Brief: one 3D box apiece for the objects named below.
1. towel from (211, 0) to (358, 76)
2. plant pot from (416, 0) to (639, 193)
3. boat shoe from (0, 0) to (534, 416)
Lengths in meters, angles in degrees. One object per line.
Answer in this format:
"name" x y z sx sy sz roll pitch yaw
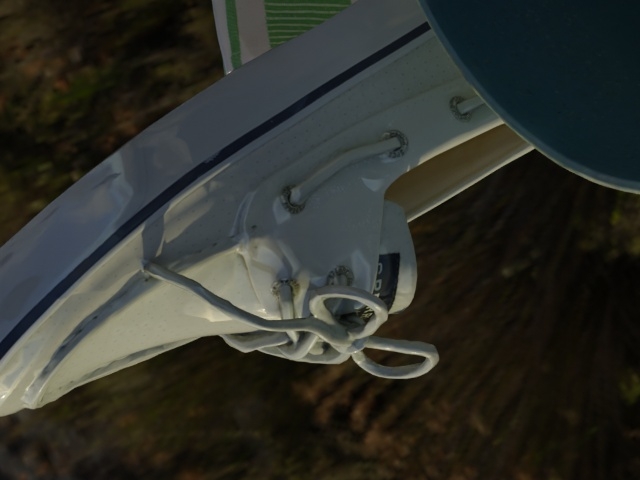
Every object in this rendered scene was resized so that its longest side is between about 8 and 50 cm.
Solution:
"towel" 0.058 -0.259 1.362 0.038 0.325 0.248 91 169 -63
"plant pot" 0.166 -0.183 0.553 0.290 0.195 0.290 43 143 44
"boat shoe" -0.001 0.002 0.723 0.156 0.367 0.136 51 153 8
